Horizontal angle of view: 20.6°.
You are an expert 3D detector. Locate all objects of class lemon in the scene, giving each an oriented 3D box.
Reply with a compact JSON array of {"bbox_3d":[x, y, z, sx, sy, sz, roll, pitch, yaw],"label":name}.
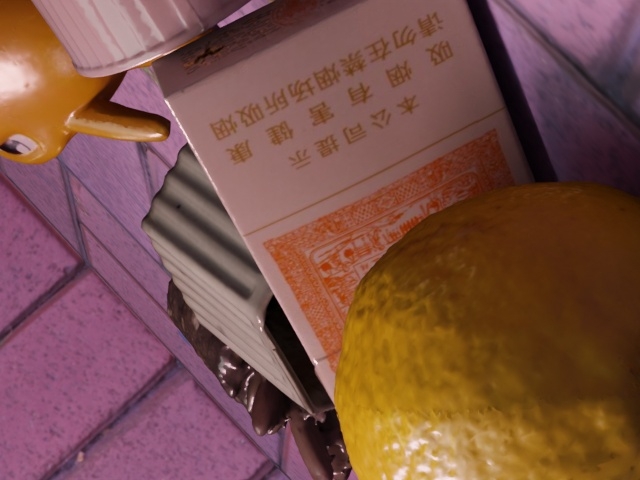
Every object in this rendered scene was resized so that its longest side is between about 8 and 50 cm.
[{"bbox_3d":[0.146,0.095,1.127,0.293,0.293,0.293,45,165,16],"label":"lemon"}]

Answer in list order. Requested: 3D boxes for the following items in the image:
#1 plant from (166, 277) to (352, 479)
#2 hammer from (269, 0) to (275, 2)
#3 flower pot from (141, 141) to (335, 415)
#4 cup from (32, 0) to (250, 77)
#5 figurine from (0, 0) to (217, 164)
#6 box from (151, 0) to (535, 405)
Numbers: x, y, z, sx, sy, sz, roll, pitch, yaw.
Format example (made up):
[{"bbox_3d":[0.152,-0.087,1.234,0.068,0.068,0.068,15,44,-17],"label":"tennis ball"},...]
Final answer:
[{"bbox_3d":[-0.016,0.113,1.855,0.321,0.194,0.181,42,177,40],"label":"plant"},{"bbox_3d":[-0.043,-0.203,1.403,0.195,0.028,0.060,40,158,34],"label":"hammer"},{"bbox_3d":[0.000,0.000,1.426,0.189,0.239,0.209,35,130,48],"label":"flower pot"},{"bbox_3d":[-0.154,-0.252,1.142,0.208,0.288,0.273,-18,117,32],"label":"cup"},{"bbox_3d":[-0.289,-0.252,1.528,0.401,0.268,0.387,19,145,54],"label":"figurine"},{"bbox_3d":[0.047,-0.026,1.235,0.365,0.205,0.051,63,-179,-42],"label":"box"}]
